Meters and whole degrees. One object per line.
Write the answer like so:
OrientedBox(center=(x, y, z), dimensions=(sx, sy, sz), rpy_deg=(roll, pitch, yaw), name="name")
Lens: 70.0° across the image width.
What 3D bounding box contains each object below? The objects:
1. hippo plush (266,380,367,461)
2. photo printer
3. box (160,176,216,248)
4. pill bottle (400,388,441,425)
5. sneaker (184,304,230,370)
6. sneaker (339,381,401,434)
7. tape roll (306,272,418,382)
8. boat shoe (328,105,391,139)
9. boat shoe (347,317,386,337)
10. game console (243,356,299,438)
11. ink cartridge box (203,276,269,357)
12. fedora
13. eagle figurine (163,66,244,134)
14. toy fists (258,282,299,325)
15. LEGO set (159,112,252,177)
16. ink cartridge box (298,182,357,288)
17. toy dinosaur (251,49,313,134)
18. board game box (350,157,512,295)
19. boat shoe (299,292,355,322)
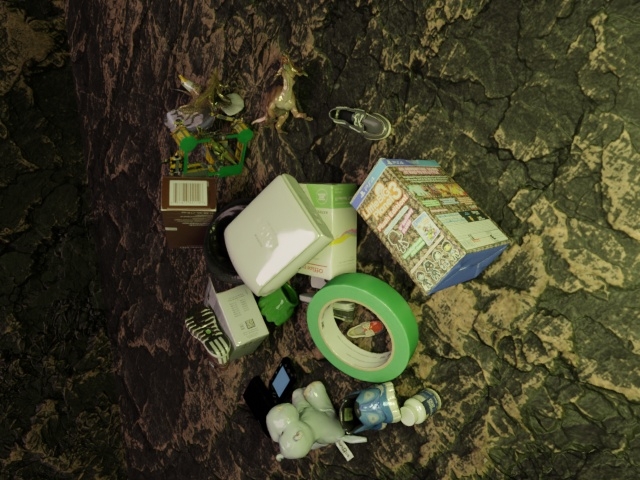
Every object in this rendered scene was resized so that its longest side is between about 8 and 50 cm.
OrientedBox(center=(-0.061, 0.634, 1.495), dimensions=(0.294, 0.236, 0.235), rpy_deg=(48, 126, 29), name="hippo plush")
OrientedBox(center=(-0.141, -0.005, 1.343), dimensions=(0.307, 0.107, 0.256), rpy_deg=(-41, 66, 20), name="photo printer")
OrientedBox(center=(-0.496, -0.093, 1.740), dimensions=(0.381, 0.190, 0.143), rpy_deg=(122, 144, -66), name="box")
OrientedBox(center=(0.264, 0.447, 1.220), dimensions=(0.067, 0.120, 0.067), rpy_deg=(10, 104, 44), name="pill bottle")
OrientedBox(center=(-0.410, 0.372, 1.671), dimensions=(0.281, 0.106, 0.163), rpy_deg=(43, 144, 45), name="sneaker")
OrientedBox(center=(0.117, 0.472, 1.289), dimensions=(0.330, 0.147, 0.130), rpy_deg=(100, 162, -62), name="sneaker")
OrientedBox(center=(0.114, 0.249, 1.297), dimensions=(0.320, 0.077, 0.322), rpy_deg=(16, 122, 27), name="tape roll")
OrientedBox(center=(0.107, -0.335, 1.299), dimensions=(0.206, 0.064, 0.075), rpy_deg=(32, 117, 38), name="boat shoe")
OrientedBox(center=(0.140, 0.266, 1.374), dimensions=(0.137, 0.043, 0.049), rpy_deg=(-24, 77, 43), name="boat shoe")
OrientedBox(center=(-0.181, 0.575, 1.746), dimensions=(0.213, 0.043, 0.362), rpy_deg=(48, 126, 29), name="game console")
OrientedBox(center=(-0.330, 0.288, 1.724), dimensions=(0.272, 0.129, 0.309), rpy_deg=(64, 153, 16), name="ink cartridge box")
OrientedBox(center=(-0.234, 0.014, 1.560), dimensions=(0.333, 0.152, 0.335), rpy_deg=(-10, 68, 25), name="fedora")
OrientedBox(center=(-0.457, -0.532, 1.734), dimensions=(0.298, 0.226, 0.225), rpy_deg=(-19, 94, 54), name="eagle figurine")
OrientedBox(center=(-0.182, 0.170, 1.651), dimensions=(0.142, 0.096, 0.279), rpy_deg=(-44, 64, 26), name="toy fists")
OrientedBox(center=(-0.428, -0.362, 1.686), dimensions=(0.192, 0.331, 0.255), rpy_deg=(50, 148, 30), name="LEGO set")
OrientedBox(center=(0.000, 0.000, 1.420), dimensions=(0.207, 0.119, 0.354), rpy_deg=(8, 102, 43), name="ink cartridge box")
OrientedBox(center=(-0.127, -0.468, 1.485), dimensions=(0.295, 0.127, 0.201), rpy_deg=(-13, 79, 58), name="toy dinosaur")
OrientedBox(center=(0.257, -0.045, 1.073), dimensions=(0.291, 0.231, 0.141), rpy_deg=(54, 130, 26), name="board game box")
OrientedBox(center=(0.015, 0.215, 1.468), dimensions=(0.219, 0.077, 0.070), rpy_deg=(8, 101, 43), name="boat shoe")
